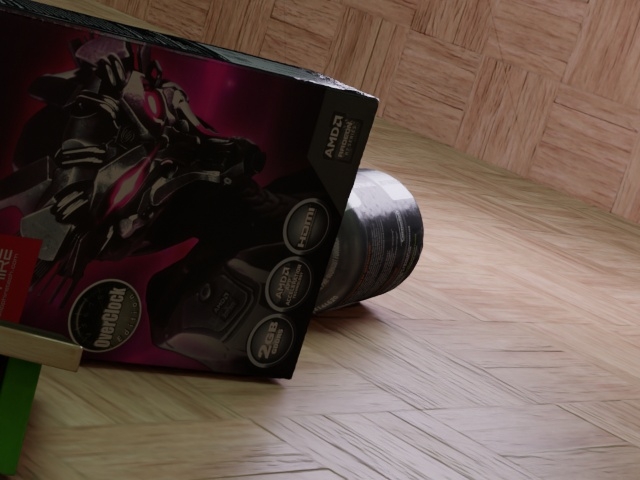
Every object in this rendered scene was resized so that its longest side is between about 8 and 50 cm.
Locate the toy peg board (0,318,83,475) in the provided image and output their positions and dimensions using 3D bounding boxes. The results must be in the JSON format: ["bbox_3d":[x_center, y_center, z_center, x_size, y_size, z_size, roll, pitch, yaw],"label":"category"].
[{"bbox_3d":[-0.229,0.074,0.876,0.161,0.079,0.160,16,-5,-13],"label":"toy peg board"}]

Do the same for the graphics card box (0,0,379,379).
[{"bbox_3d":[-0.153,-0.035,1.077,0.371,0.233,0.094,10,12,-38],"label":"graphics card box"}]

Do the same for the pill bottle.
[{"bbox_3d":[0.000,0.000,1.421,0.130,0.130,0.245,21,11,19],"label":"pill bottle"}]
